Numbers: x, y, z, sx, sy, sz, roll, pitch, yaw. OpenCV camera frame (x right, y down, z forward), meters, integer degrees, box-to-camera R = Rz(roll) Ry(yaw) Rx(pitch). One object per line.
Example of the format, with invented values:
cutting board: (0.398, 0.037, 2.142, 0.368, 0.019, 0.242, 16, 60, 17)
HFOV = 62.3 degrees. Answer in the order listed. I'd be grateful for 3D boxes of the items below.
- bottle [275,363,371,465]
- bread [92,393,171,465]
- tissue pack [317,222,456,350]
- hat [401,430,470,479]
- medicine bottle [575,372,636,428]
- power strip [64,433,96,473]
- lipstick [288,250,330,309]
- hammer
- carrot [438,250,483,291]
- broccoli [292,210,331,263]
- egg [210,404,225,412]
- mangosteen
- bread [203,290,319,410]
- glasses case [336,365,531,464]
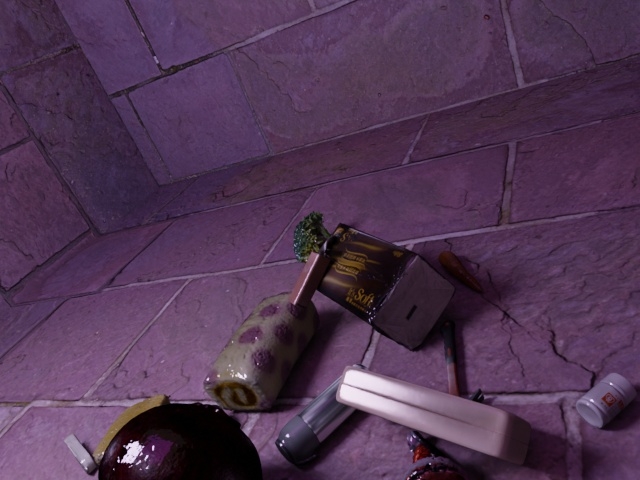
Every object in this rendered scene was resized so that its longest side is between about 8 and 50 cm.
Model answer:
bottle: (0.020, 0.375, 1.138, 0.254, 0.079, 0.096, -35, 65, -25)
bread: (-0.440, 0.481, 1.294, 0.138, 0.102, 0.196, -15, 23, 13)
tissue pack: (0.142, 0.115, 1.370, 0.210, 0.198, 0.370, -52, 31, -8)
hat: (0.196, 0.402, 0.920, 0.140, 0.128, 0.227, 20, 9, -2)
medicine bottle: (0.499, 0.279, 0.925, 0.089, 0.057, 0.057, -32, 26, -17)
power strip: (-0.628, 0.553, 1.379, 0.030, 0.047, 0.191, -34, 27, -31)
lipstick: (-0.030, 0.103, 1.376, 0.045, 0.045, 0.145, 25, 89, 60)
hammer: (0.286, 0.272, 1.155, 0.111, 0.033, 0.287, -17, 25, 17)
carrot: (0.381, 0.086, 1.437, 0.048, 0.048, 0.216, -25, 29, -3)
broccoli: (0.000, 0.000, 1.827, 0.194, 0.194, 0.220, -16, 2, 16)
egg: (-0.265, 0.434, 1.252, 0.085, 0.085, 0.110, -10, 22, 27)
mangosteen: (-0.268, 0.467, 0.948, 0.307, 0.307, 0.347, 1, 50, 43)
bread: (-0.146, 0.278, 1.374, 0.187, 0.155, 0.338, -11, 27, 30)
glasses case: (0.198, 0.315, 0.974, 0.337, 0.144, 0.076, 6, 71, 40)
